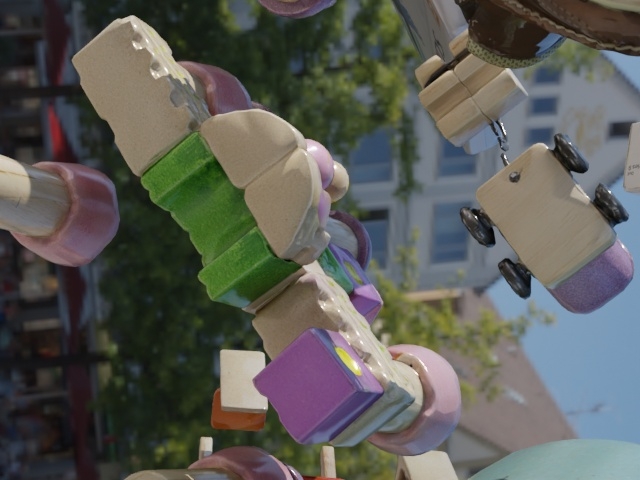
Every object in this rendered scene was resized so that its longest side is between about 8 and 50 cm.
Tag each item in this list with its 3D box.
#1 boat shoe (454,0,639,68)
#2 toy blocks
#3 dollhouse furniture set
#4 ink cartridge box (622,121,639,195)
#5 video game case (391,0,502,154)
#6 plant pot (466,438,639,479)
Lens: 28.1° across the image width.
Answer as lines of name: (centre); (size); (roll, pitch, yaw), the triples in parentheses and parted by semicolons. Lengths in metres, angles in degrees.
boat shoe: (0.092, -0.112, 0.505); (0.257, 0.095, 0.095); (-102, -169, -60)
toy blocks: (0.000, 0.000, 0.759); (0.288, 0.309, 0.260); (57, 13, 21)
dollhouse furniture set: (0.001, 0.255, 1.196); (0.135, 0.259, 0.262); (-100, -162, -63)
ink cartridge box: (0.497, -0.084, 1.542); (0.154, 0.212, 0.093); (-9, -109, 62)
video game case: (0.042, -0.241, 0.895); (0.300, 0.036, 0.329); (50, 16, -77)
plant pot: (0.090, 0.264, 0.574); (0.334, 0.341, 0.341); (-28, 120, -57)
